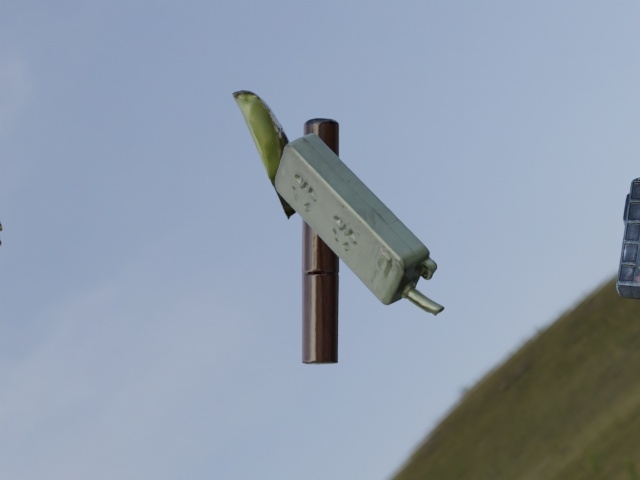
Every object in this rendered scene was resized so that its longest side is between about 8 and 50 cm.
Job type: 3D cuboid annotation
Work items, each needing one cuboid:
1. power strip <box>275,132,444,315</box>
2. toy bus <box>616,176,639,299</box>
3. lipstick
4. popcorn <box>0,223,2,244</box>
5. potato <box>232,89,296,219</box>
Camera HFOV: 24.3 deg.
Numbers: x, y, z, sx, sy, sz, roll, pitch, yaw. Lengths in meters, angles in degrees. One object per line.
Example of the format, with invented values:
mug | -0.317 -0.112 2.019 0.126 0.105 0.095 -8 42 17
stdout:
power strip | 0.054 -0.011 1.871 0.053 0.288 0.093 -27 -28 -34
toy bus | 0.420 -0.005 1.911 0.047 0.065 0.166 58 -139 -56
lipstick | 0.000 0.000 2.147 0.057 0.356 0.057 1 -10 0
popcorn | -0.439 -0.010 1.869 0.084 0.084 0.084 -35 -24 -18
potato | -0.063 -0.127 2.089 0.054 0.198 0.119 -23 10 2
